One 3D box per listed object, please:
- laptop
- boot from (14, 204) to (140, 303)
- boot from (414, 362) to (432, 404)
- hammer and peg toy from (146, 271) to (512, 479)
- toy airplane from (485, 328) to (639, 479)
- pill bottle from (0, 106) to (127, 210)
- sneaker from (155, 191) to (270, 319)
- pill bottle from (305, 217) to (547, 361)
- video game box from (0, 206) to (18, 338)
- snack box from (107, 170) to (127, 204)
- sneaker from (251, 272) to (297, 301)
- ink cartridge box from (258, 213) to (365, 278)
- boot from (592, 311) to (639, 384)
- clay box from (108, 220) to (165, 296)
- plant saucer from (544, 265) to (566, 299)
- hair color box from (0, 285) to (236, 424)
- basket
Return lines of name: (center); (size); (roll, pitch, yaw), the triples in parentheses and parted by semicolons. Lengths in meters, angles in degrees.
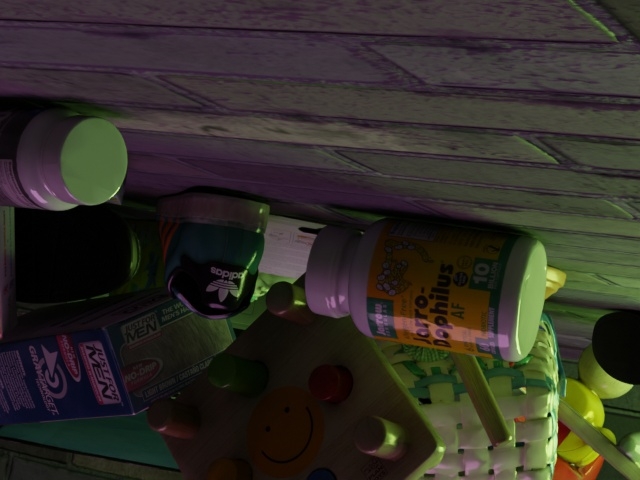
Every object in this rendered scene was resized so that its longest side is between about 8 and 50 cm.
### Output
laptop: (-0.185, 0.146, 2.009); (0.381, 0.408, 0.236); (10, 153, 2)
boot: (-0.351, 0.013, 1.862); (0.377, 0.138, 0.284); (-3, 176, 20)
boot: (0.120, 0.142, 2.064); (0.219, 0.082, 0.106); (55, -179, -25)
hammer and peg toy: (0.011, 0.164, 1.512); (0.127, 0.361, 0.266); (27, -156, -54)
toy airplane: (0.328, 0.218, 2.112); (0.386, 0.272, 0.384); (55, 167, -4)
pill bottle: (-0.214, -0.062, 1.138); (0.137, 0.078, 0.078); (5, 172, 42)
sneaker: (-0.124, 0.020, 1.578); (0.108, 0.121, 0.302); (11, 175, -10)
pill bottle: (0.097, 0.041, 1.408); (0.208, 0.118, 0.117); (9, 174, 21)
video game box: (-0.442, 0.004, 1.684); (0.205, 0.187, 0.048); (10, -150, 12)
snack box: (-0.228, -0.064, 1.346); (0.100, 0.037, 0.141); (9, 174, -3)
sneaker: (-0.092, 0.053, 1.993); (0.212, 0.094, 0.080); (7, 172, 25)
ink cartridge box: (0.000, 0.000, 1.670); (0.145, 0.045, 0.179); (11, 156, -1)
boot: (0.535, 0.143, 1.986); (0.280, 0.096, 0.264); (4, 173, -36)
clay box: (-0.197, 0.041, 1.888); (0.053, 0.127, 0.222); (13, 175, -31)
plant saucer: (0.170, 0.038, 1.664); (0.200, 0.037, 0.200); (11, 174, 1)
hair color box: (-0.275, 0.134, 1.735); (0.347, 0.105, 0.174); (-11, -170, 45)
basket: (0.159, 0.155, 1.699); (0.254, 0.201, 0.289); (-5, -159, -3)
